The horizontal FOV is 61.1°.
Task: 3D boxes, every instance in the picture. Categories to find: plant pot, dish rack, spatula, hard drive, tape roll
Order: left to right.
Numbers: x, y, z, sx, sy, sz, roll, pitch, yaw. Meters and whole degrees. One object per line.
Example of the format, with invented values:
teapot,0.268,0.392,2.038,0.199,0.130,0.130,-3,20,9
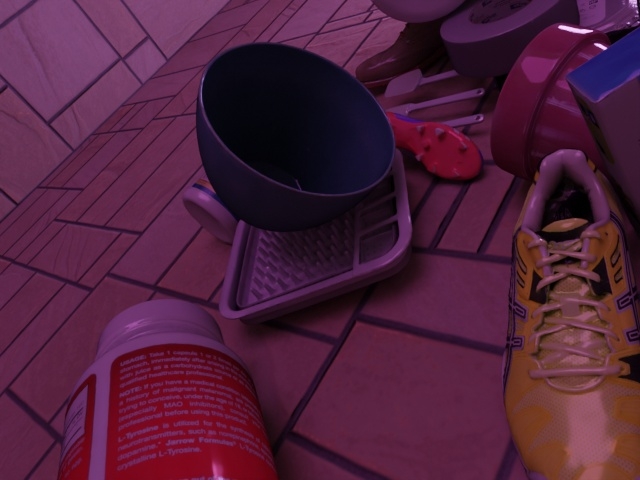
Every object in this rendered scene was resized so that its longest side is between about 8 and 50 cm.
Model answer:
plant pot,-0.059,-0.126,0.828,0.195,0.290,0.290,-55,12,50
dish rack,0.000,0.000,0.889,0.332,0.072,0.286,-21,39,20
spatula,0.204,-0.259,1.006,0.241,0.019,0.168,-3,61,47
tape roll,0.321,-0.373,0.931,0.219,0.072,0.219,-22,37,18
hard drive,0.454,-0.424,1.001,0.236,0.064,0.339,-7,44,35
plant pot,0.346,-0.149,0.680,0.201,0.201,0.180,-45,51,-12

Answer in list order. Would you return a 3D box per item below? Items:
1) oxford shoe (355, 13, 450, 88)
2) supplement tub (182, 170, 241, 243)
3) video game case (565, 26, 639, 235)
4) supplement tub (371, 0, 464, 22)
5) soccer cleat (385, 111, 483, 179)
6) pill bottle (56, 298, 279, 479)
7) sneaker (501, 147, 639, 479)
oxford shoe,0.215,-0.455,1.177,0.348,0.130,0.123,-28,36,12
supplement tub,-0.161,-0.109,1.086,0.144,0.144,0.200,14,59,48
video game case,0.404,-0.136,0.507,0.269,0.244,0.061,-33,40,19
supplement tub,0.174,-0.572,1.033,0.228,0.228,0.316,-24,35,17
soccer cleat,0.180,-0.168,0.924,0.095,0.083,0.248,-12,30,-43
pill bottle,-0.168,0.253,0.604,0.229,0.229,0.408,-34,35,3
sneaker,0.240,0.068,0.542,0.145,0.147,0.385,-12,43,28
